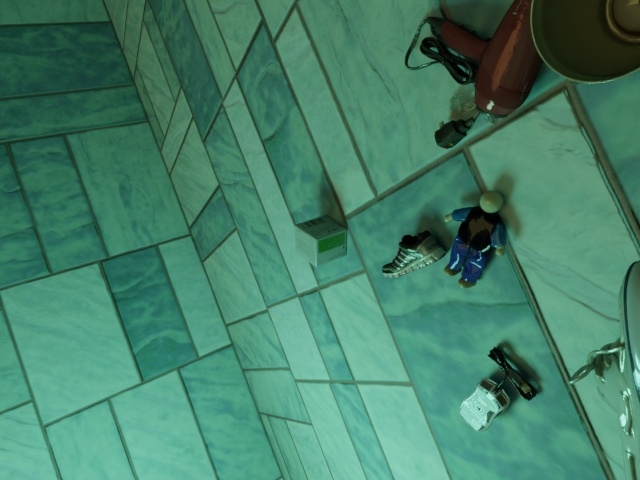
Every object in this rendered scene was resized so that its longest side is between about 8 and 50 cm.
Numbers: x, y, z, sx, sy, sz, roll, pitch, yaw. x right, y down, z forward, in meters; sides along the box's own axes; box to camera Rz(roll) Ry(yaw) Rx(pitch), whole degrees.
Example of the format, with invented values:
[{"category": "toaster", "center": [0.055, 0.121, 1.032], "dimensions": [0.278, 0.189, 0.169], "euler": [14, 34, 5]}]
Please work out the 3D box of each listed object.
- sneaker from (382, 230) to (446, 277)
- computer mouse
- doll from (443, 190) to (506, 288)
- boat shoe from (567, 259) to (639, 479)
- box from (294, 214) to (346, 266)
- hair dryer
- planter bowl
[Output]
[{"category": "sneaker", "center": [0.185, 0.027, 0.941], "dimensions": [0.170, 0.063, 0.075], "euler": [-33, 78, 54]}, {"category": "computer mouse", "center": [0.334, 0.300, 0.875], "dimensions": [0.106, 0.042, 0.193], "euler": [46, 136, 29]}, {"category": "doll", "center": [0.271, -0.007, 0.796], "dimensions": [0.129, 0.046, 0.189], "euler": [46, 142, 35]}, {"category": "boat shoe", "center": [0.419, 0.190, 0.602], "dimensions": [0.156, 0.135, 0.367], "euler": [4, 119, 61]}, {"category": "box", "center": [0.000, 0.000, 1.184], "dimensions": [0.102, 0.101, 0.087], "euler": [36, 136, 44]}, {"category": "hair dryer", "center": [0.230, -0.284, 0.674], "dimensions": [0.293, 0.080, 0.224], "euler": [-26, 84, 59]}, {"category": "planter bowl", "center": [0.334, -0.262, 0.487], "dimensions": [0.162, 0.109, 0.162], "euler": [36, 136, 45]}]
